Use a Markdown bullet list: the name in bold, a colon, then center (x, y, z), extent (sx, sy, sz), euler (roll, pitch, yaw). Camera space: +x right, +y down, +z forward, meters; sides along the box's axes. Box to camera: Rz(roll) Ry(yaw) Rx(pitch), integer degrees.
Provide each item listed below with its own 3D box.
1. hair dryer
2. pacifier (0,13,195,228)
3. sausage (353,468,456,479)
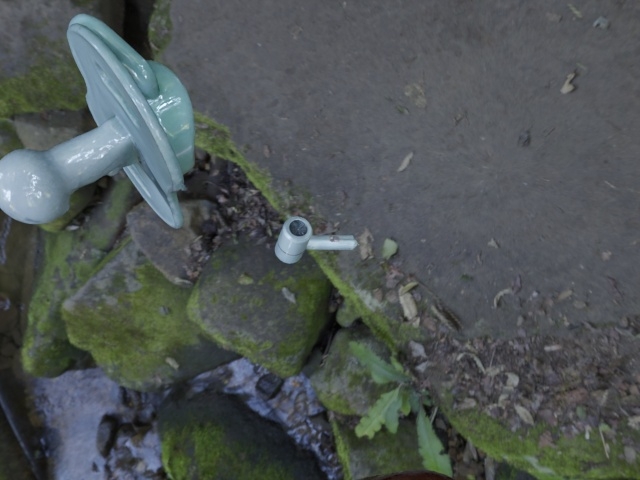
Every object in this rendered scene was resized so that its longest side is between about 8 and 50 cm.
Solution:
- **hair dryer**: center (0.000, 0.000, 0.944), extent (0.137, 0.082, 0.047), euler (1, 62, -16)
- **pacifier**: center (-0.306, -0.127, 0.778), extent (0.269, 0.343, 0.288), euler (-33, 80, -23)
- **sausage**: center (-0.004, 0.255, 0.489), extent (0.300, 0.089, 0.083), euler (-34, 83, 35)
